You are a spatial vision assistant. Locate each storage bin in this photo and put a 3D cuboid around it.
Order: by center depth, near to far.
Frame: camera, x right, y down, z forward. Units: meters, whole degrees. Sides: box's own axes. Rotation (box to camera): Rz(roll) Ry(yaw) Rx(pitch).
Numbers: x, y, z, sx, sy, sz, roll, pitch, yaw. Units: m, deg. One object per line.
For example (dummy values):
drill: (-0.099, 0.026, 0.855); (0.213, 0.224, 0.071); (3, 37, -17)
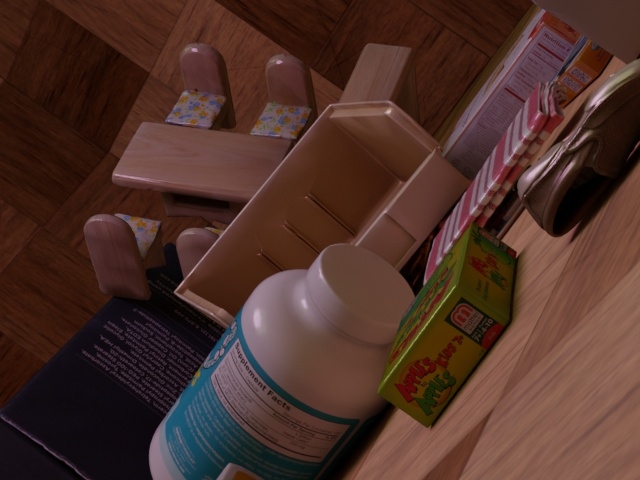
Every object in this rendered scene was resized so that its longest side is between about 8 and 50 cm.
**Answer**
storage bin: (0.000, 0.000, 1.656); (0.262, 0.123, 0.260); (-50, 12, -6)

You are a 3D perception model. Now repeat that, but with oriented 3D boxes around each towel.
towel: (0.152, -0.045, 1.445); (0.197, 0.029, 0.144); (-57, 1, 18)

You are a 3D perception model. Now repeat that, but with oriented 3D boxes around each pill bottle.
pill bottle: (-0.026, 0.125, 1.397); (0.264, 0.146, 0.146); (-54, 1, 31)

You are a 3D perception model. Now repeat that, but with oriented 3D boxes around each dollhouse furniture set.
dollhouse furniture set: (-0.078, -0.118, 2.178); (0.256, 0.394, 0.362); (81, -156, -44)

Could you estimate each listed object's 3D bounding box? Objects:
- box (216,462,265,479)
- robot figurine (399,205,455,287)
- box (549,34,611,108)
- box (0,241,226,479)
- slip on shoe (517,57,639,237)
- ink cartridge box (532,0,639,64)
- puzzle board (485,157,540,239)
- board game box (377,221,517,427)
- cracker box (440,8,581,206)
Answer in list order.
box: (-0.071, 0.241, 0.902); (0.203, 0.103, 0.114); (-55, 1, 14)
robot figurine: (0.063, 0.035, 1.886); (0.291, 0.085, 0.211); (-56, 2, -40)
box: (0.250, -0.173, 1.564); (0.081, 0.028, 0.136); (-56, 3, -15)
box: (-0.298, 0.338, 2.277); (0.480, 0.297, 0.472); (-54, -1, 35)
slip on shoe: (0.174, -0.056, 1.024); (0.135, 0.051, 0.041); (-45, 46, 31)
ink cartridge box: (0.250, -0.255, 1.323); (0.176, 0.127, 0.128); (-54, 1, 29)
puzzle board: (0.150, -0.011, 1.432); (0.128, 0.011, 0.096); (-55, 1, 17)
board game box: (0.091, 0.054, 1.155); (0.092, 0.043, 0.181); (-55, 1, 16)
cracker box: (0.209, -0.156, 1.758); (0.232, 0.067, 0.156); (-54, 2, 33)
